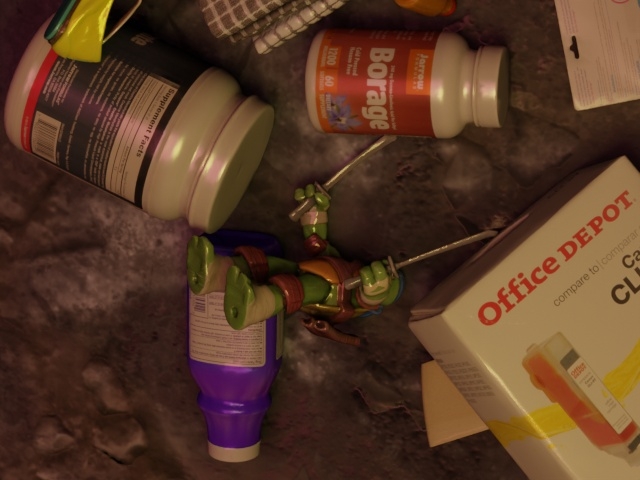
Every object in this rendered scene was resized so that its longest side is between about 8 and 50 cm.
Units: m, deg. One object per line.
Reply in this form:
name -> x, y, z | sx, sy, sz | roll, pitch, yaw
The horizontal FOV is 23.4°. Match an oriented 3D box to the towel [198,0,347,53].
towel -> -0.057, -0.375, 1.683 | 0.235, 0.121, 0.284 | -28, 77, 26

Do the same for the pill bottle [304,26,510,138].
pill bottle -> 0.100, -0.177, 1.737 | 0.216, 0.121, 0.121 | 3, 106, 15

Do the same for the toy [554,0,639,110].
toy -> 0.382, -0.228, 1.672 | 0.237, 0.056, 0.137 | -11, 88, 12

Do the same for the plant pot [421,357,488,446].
plant pot -> 0.176, 0.176, 1.830 | 0.109, 0.109, 0.096 | -21, 86, 20

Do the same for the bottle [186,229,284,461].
bottle -> -0.105, 0.131, 1.901 | 0.118, 0.092, 0.283 | 5, 107, 15

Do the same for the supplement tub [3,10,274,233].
supplement tub -> -0.211, -0.141, 1.801 | 0.272, 0.191, 0.191 | 27, 111, 7

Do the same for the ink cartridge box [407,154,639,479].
ink cartridge box -> 0.324, 0.143, 1.679 | 0.279, 0.160, 0.385 | -40, 92, -13

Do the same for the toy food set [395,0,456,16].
toy food set -> 0.150, -0.365, 1.701 | 0.111, 0.104, 0.232 | 2, 88, 30

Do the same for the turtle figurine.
turtle figurine -> 0.000, 0.000, 1.756 | 0.275, 0.266, 0.198 | -51, 55, 47

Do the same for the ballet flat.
ballet flat -> -0.221, -0.299, 1.696 | 0.077, 0.077, 0.231 | 27, 94, -20
